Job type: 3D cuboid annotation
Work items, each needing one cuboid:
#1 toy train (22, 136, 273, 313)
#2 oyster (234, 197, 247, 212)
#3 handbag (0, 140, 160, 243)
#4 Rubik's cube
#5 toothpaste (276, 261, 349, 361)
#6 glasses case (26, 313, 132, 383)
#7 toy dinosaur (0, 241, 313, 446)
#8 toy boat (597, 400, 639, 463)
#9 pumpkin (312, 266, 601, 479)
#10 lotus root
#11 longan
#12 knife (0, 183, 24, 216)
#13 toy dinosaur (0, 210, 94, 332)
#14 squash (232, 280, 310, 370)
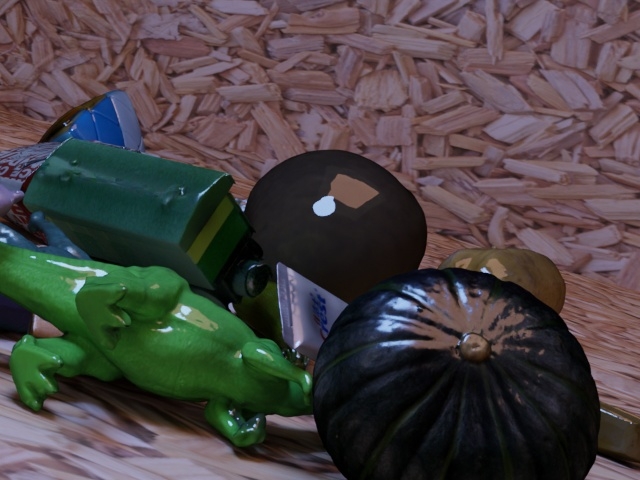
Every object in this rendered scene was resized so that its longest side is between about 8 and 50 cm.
[{"bbox_3d":[-0.203,-0.009,1.657,0.300,0.120,0.202,14,-30,33],"label":"toy train"},{"bbox_3d":[-0.094,0.004,2.329,0.396,0.111,0.204,13,-10,-7],"label":"oyster"},{"bbox_3d":[-0.405,-0.073,2.092,0.171,0.151,0.298,15,13,39],"label":"handbag"},{"bbox_3d":[-0.405,-0.103,2.366,0.254,0.255,0.254,14,7,-2],"label":"Rubik's cube"},{"bbox_3d":[0.076,0.128,1.322,0.323,0.066,0.100,33,35,-33],"label":"toothpaste"},{"bbox_3d":[-0.209,0.114,1.369,0.169,0.041,0.065,13,36,-15],"label":"glasses case"},{"bbox_3d":[-0.164,0.055,1.358,0.374,0.144,0.500,9,23,-46],"label":"toy dinosaur"},{"bbox_3d":[0.313,0.210,1.604,0.200,0.057,0.077,18,3,35],"label":"toy boat"},{"bbox_3d":[0.114,0.147,1.167,0.249,0.216,0.250,5,35,-4],"label":"pumpkin"},{"bbox_3d":[0.295,0.085,2.174,0.169,0.152,0.342,4,0,32],"label":"lotus root"},{"bbox_3d":[0.000,0.000,1.929,0.300,0.243,0.300,-22,11,5],"label":"longan"},{"bbox_3d":[-0.440,0.009,1.184,0.132,0.038,0.398,24,34,36],"label":"knife"},{"bbox_3d":[-0.258,0.071,1.463,0.330,0.129,0.383,26,12,19],"label":"toy dinosaur"},{"bbox_3d":[-0.048,0.098,1.708,0.071,0.080,0.318,52,-6,-21],"label":"squash"}]
